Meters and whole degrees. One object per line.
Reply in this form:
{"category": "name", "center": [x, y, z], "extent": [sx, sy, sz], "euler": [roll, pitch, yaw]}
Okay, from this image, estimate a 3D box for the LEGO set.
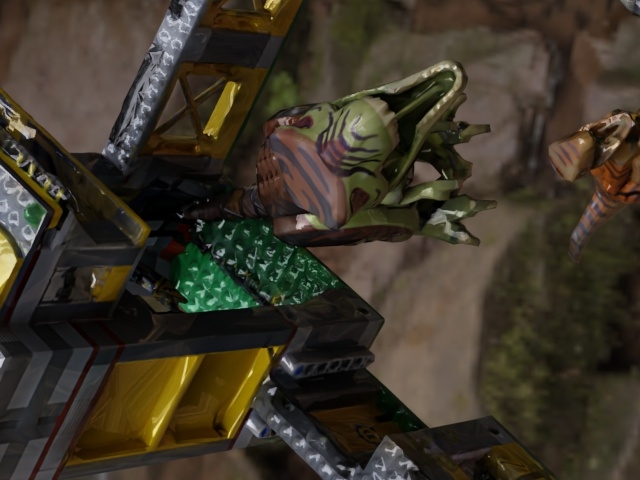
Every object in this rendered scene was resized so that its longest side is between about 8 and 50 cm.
{"category": "LEGO set", "center": [0.000, 0.000, 0.467], "extent": [0.331, 0.192, 0.255], "euler": [50, 119, 26]}
